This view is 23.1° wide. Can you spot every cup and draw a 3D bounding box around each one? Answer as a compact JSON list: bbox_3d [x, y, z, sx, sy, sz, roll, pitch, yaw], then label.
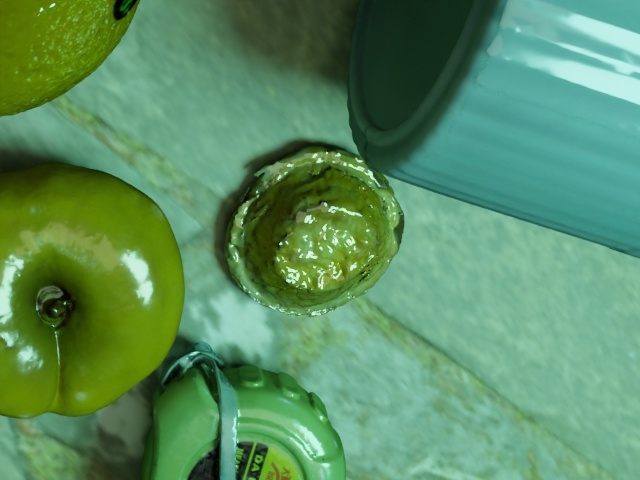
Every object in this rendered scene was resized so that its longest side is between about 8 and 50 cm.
[{"bbox_3d":[0.213,-0.141,0.946,0.311,0.257,0.331,14,131,-18],"label":"cup"}]

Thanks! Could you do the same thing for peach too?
[{"bbox_3d":[-0.176,0.035,1.005,0.179,0.103,0.179,-6,115,-13],"label":"peach"}]

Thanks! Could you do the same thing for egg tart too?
[{"bbox_3d":[0.000,0.000,1.070,0.128,0.049,0.129,-6,114,-13],"label":"egg tart"}]

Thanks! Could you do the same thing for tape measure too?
[{"bbox_3d":[-0.059,0.163,1.095,0.154,0.087,0.178,9,107,-6],"label":"tape measure"}]

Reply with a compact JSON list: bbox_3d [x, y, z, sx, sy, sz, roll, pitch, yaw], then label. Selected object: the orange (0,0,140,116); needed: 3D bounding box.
[{"bbox_3d":[-0.192,-0.185,0.853,0.236,0.236,0.236,-5,112,-14],"label":"orange"}]
